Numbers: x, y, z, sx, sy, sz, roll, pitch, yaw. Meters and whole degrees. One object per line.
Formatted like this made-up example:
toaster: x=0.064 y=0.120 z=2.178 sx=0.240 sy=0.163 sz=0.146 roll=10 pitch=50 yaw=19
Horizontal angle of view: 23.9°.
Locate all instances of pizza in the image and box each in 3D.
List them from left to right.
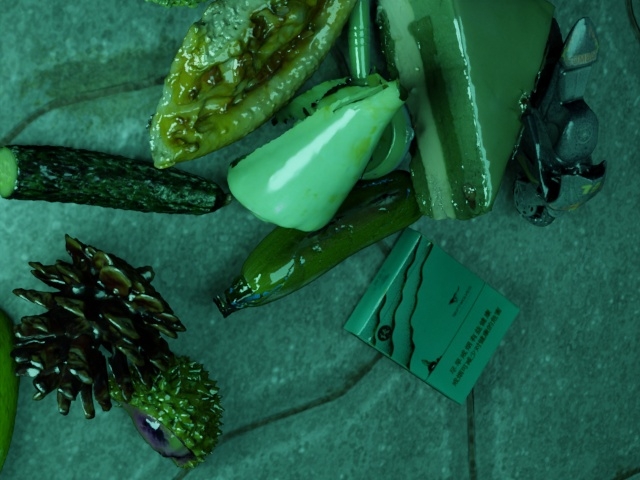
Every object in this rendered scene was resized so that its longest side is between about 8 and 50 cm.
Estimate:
pizza: x=-0.070 y=-0.226 z=1.738 sx=0.365 sy=0.074 sz=0.182 roll=-44 pitch=148 yaw=-19

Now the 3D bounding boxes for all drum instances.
drum: x=0.035 y=-0.197 z=1.849 sx=0.049 sy=0.130 sz=0.253 roll=-9 pitch=81 yaw=-58

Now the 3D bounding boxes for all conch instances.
conch: x=-0.004 y=-0.119 z=1.775 sx=0.250 sy=0.137 sz=0.143 roll=-55 pitch=172 yaw=17

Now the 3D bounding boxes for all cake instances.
cake: x=0.145 y=-0.180 z=1.828 sx=0.172 sy=0.158 sz=0.284 roll=23 pitch=77 yaw=-30

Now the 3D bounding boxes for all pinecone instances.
pinecone: x=-0.253 y=0.100 z=1.663 sx=0.207 sy=0.208 sz=0.208 roll=-11 pitch=110 yaw=-31

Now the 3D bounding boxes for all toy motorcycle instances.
toy motorcycle: x=0.305 y=-0.152 z=1.969 sx=0.108 sy=0.173 sz=0.307 roll=-17 pitch=115 yaw=-27

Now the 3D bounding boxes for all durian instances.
durian: x=-0.159 y=0.209 z=1.814 sx=0.119 sy=0.108 sz=0.187 roll=-47 pitch=124 yaw=-12

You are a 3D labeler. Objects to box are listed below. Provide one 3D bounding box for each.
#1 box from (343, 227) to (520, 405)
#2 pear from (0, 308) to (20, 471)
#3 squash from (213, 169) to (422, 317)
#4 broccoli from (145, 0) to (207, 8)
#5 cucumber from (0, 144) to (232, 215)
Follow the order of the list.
box: x=0.153 y=0.104 z=2.029 sx=0.226 sy=0.042 sz=0.161 roll=35 pitch=83 yaw=-36
pear: x=-0.408 y=0.173 z=1.634 sx=0.288 sy=0.139 sz=0.239 roll=47 pitch=69 yaw=-36
squash: x=0.000 y=0.000 z=1.868 sx=0.331 sy=0.087 sz=0.087 roll=-32 pitch=120 yaw=-23
broccoli: x=-0.151 y=-0.368 z=1.593 sx=0.273 sy=0.180 sz=0.242 roll=10 pitch=100 yaw=-35
cucumber: x=-0.229 y=-0.066 z=1.710 sx=0.293 sy=0.067 sz=0.067 roll=5 pitch=102 yaw=-38
